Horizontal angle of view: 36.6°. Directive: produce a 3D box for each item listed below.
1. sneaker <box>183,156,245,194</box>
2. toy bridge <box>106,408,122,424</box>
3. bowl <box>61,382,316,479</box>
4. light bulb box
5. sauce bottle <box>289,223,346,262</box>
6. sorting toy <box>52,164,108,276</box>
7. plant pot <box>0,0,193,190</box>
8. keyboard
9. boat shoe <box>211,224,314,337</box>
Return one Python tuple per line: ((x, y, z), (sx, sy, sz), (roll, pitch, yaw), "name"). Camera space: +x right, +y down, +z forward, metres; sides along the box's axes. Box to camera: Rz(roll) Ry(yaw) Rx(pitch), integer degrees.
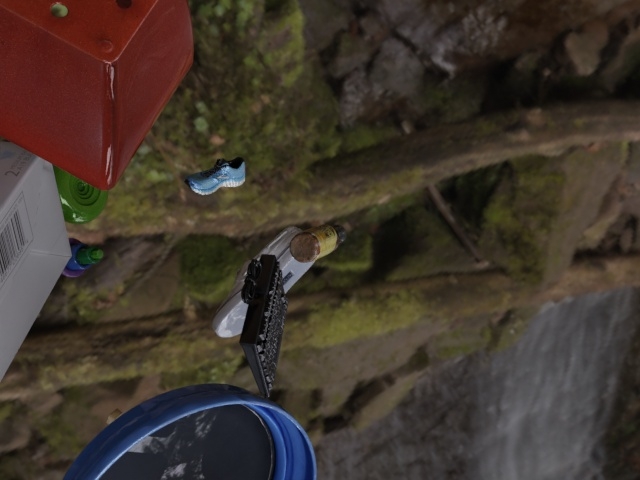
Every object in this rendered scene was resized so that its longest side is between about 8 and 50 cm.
((-0.237, -0.155, 2.177), (0.162, 0.063, 0.073), (-21, 141, -39), "sneaker")
((-0.346, 0.412, 1.915), (0.026, 0.188, 0.063), (-46, 171, -46), "toy bridge")
((-0.187, 0.370, 1.327), (0.391, 0.077, 0.391), (-17, 123, -29), "bowl")
((-0.589, 0.034, 1.326), (0.358, 0.361, 0.225), (-75, 169, -49), "light bulb box")
((0.000, 0.000, 1.269), (0.042, 0.042, 0.128), (-39, 175, 21), "sauce bottle")
((-0.372, -0.118, 1.629), (0.126, 0.365, 0.127), (-6, 160, 37), "sorting toy")
((-0.322, -0.275, 1.274), (0.267, 0.267, 0.236), (-64, -175, -28), "plant pot")
((-0.060, 0.078, 1.059), (0.023, 0.108, 0.180), (-13, -153, 11), "keyboard")
((-0.116, 0.076, 1.841), (0.258, 0.084, 0.095), (-41, 144, -14), "boat shoe")
